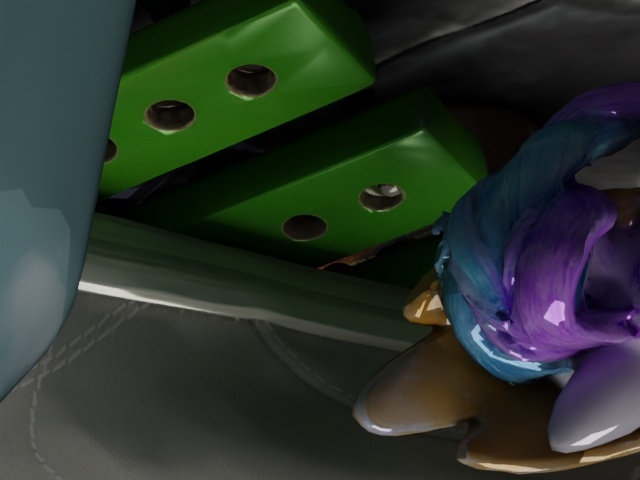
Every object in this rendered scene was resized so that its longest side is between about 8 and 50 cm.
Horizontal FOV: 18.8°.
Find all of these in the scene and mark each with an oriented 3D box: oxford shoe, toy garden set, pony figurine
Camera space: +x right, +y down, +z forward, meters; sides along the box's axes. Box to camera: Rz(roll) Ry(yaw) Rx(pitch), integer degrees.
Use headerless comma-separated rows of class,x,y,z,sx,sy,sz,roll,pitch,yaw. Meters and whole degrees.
oxford shoe,-0.065,0.083,0.586,0.449,0.130,0.169,9,145,-16
toy garden set,-0.029,0.008,0.634,0.203,0.049,0.244,-21,142,24
pony figurine,0.225,-0.021,0.509,0.363,0.303,0.351,-16,179,-43

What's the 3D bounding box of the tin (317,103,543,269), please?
tin,0.000,0.000,0.718,0.189,0.040,0.106,-20,154,21

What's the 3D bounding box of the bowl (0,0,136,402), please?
bowl,-0.165,-0.028,0.367,0.311,0.163,0.311,-10,159,-4
